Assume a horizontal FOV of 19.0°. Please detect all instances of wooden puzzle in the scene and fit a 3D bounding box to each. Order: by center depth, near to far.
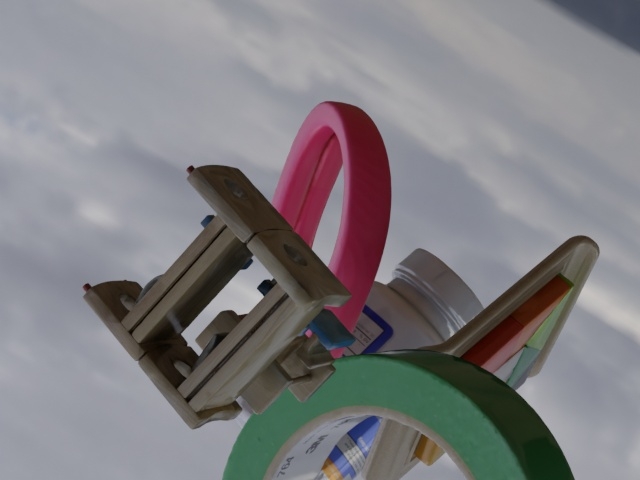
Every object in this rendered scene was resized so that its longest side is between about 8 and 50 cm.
[{"bbox_3d":[0.153,0.119,1.767,0.239,0.221,0.044,-31,-116,-34],"label":"wooden puzzle"}]

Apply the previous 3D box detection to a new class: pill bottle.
[{"bbox_3d":[0.047,0.140,2.061,0.152,0.272,0.152,44,168,12],"label":"pill bottle"}]

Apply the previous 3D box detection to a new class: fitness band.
[{"bbox_3d":[0.000,0.000,1.850,0.054,0.291,0.209,7,-139,-17],"label":"fitness band"}]

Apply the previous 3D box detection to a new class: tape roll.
[{"bbox_3d":[0.061,0.251,1.565,0.321,0.321,0.077,37,-160,28],"label":"tape roll"}]

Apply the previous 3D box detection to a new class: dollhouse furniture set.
[{"bbox_3d":[-0.049,0.035,1.354,0.129,0.129,0.184,49,-161,15],"label":"dollhouse furniture set"}]
